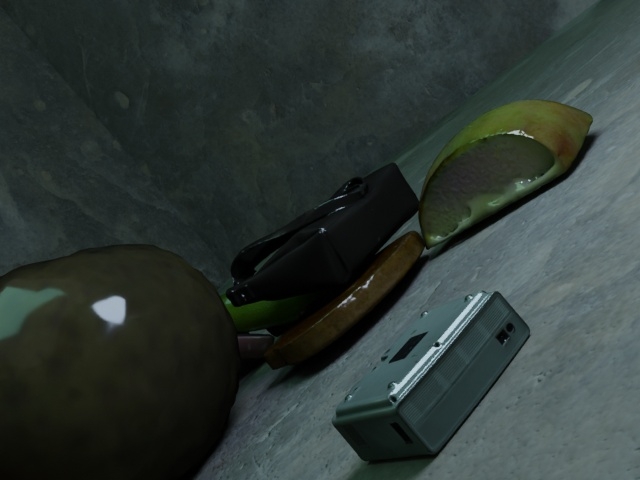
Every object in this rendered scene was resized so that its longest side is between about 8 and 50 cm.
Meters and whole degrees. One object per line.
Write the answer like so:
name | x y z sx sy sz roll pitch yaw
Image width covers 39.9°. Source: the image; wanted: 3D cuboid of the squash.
squash | -0.064 0.102 1.509 0.292 0.082 0.082 -17 15 23

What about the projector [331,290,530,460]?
projector | 0.089 0.111 0.738 0.147 0.061 0.115 -43 4 -31

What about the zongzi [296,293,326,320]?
zongzi | -0.001 0.118 1.440 0.076 0.040 0.083 -34 -12 -1

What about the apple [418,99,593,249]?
apple | 0.238 -0.118 1.205 0.265 0.120 0.193 -33 15 42

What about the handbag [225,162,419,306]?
handbag | 0.000 -0.001 1.382 0.257 0.114 0.285 -27 9 38

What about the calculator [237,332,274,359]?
calculator | -0.210 0.188 1.606 0.220 0.048 0.329 -1 -1 -20

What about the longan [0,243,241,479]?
longan | -0.321 0.206 1.225 0.435 0.404 0.404 -15 2 -10

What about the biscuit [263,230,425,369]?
biscuit | 0.038 0.091 1.267 0.273 0.049 0.257 -39 2 -34

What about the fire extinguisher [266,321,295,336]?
fire extinguisher | -0.027 0.108 1.574 0.177 0.050 0.062 -37 14 26
